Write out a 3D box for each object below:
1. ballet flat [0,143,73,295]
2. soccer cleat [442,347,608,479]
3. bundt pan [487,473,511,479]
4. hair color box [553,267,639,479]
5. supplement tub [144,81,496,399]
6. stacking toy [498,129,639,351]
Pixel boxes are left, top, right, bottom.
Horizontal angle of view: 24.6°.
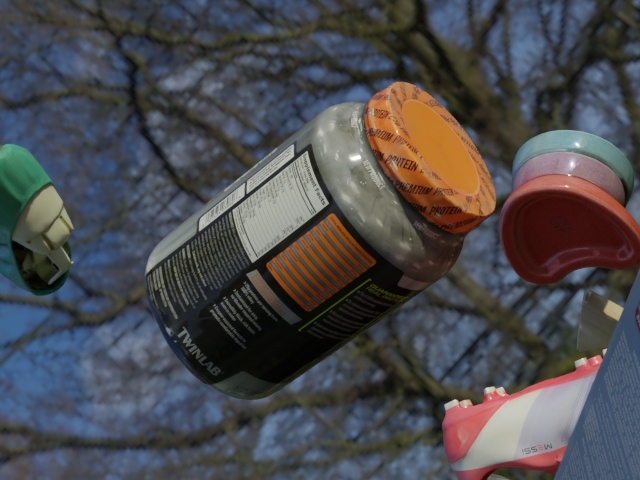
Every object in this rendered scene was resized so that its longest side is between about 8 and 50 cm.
[{"bbox_3d":[-0.275,-0.013,1.413,0.083,0.087,0.247,-53,-10,-21],"label":"ballet flat"},{"bbox_3d":[0.223,0.152,1.267,0.248,0.095,0.083,-20,-10,20],"label":"soccer cleat"},{"bbox_3d":[0.112,0.364,1.584,0.331,0.124,0.331,-32,-1,-1],"label":"bundt pan"},{"bbox_3d":[0.262,0.149,0.916,0.185,0.114,0.374,-3,-38,-8],"label":"hair color box"},{"bbox_3d":[0.000,0.000,1.398,0.316,0.193,0.193,-36,-9,26],"label":"supplement tub"},{"bbox_3d":[0.363,-0.019,1.566,0.279,0.309,0.130,61,-145,-38],"label":"stacking toy"}]
